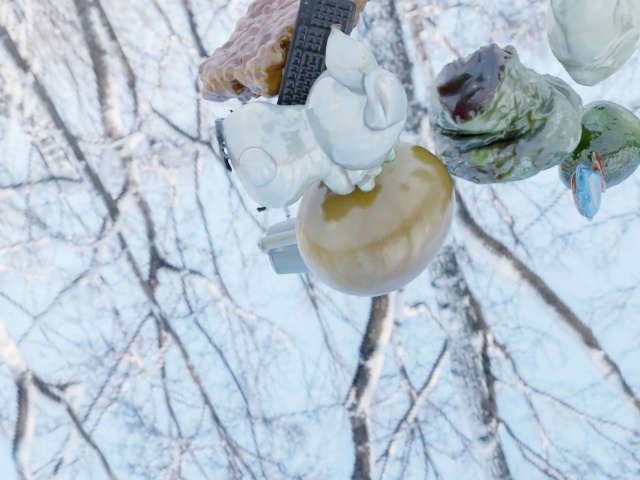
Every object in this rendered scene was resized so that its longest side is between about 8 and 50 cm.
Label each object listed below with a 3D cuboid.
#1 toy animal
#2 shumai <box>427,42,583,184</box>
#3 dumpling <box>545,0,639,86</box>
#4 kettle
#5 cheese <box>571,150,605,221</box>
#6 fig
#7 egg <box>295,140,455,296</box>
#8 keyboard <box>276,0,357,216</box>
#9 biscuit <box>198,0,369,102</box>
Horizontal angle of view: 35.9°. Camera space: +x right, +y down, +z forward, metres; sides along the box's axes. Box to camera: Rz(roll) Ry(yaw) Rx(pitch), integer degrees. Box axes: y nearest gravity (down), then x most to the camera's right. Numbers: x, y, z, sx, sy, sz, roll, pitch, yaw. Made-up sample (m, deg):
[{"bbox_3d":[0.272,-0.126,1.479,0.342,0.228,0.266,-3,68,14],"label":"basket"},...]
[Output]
[{"bbox_3d":[0.004,-0.172,1.488,0.310,0.183,0.247,-21,165,21],"label":"toy animal"},{"bbox_3d":[0.326,-0.282,1.905,0.309,0.263,0.304,-22,-136,18],"label":"shumai"},{"bbox_3d":[0.475,-0.371,1.705,0.166,0.216,0.126,-13,-166,18],"label":"dumpling"},{"bbox_3d":[0.000,0.000,2.164,0.243,0.160,0.210,-12,175,13],"label":"kettle"},{"bbox_3d":[0.509,-0.105,1.862,0.037,0.106,0.256,-10,-168,27],"label":"cheese"},{"bbox_3d":[0.629,-0.189,2.071,0.235,0.203,0.203,10,-141,19],"label":"fig"},{"bbox_3d":[0.101,-0.043,1.723,0.250,0.250,0.322,9,-143,43],"label":"egg"},{"bbox_3d":[-0.031,-0.209,1.609,0.103,0.381,0.041,11,-160,-12],"label":"keyboard"},{"bbox_3d":[-0.067,-0.360,1.751,0.312,0.110,0.318,-1,-133,53],"label":"biscuit"}]
